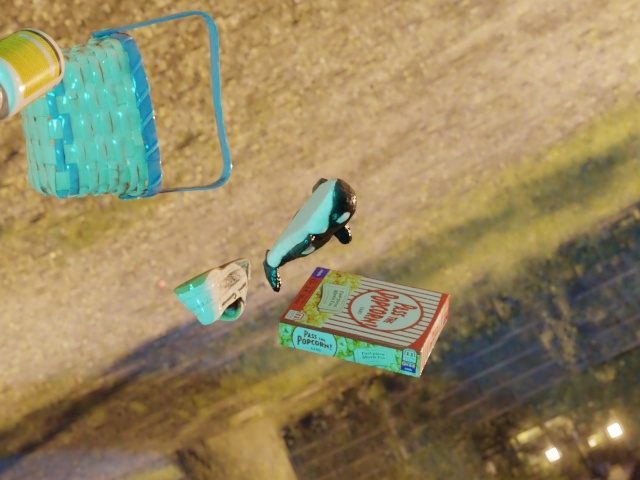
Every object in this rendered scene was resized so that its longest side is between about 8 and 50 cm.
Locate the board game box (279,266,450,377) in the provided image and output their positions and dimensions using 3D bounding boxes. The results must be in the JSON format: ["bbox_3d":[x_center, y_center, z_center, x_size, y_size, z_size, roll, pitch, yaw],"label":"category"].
[{"bbox_3d":[0.060,0.106,1.631,0.194,0.045,0.146,12,-149,15],"label":"board game box"}]

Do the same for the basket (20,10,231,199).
[{"bbox_3d":[-0.266,-0.180,1.695,0.289,0.254,0.201,-10,-167,-24],"label":"basket"}]

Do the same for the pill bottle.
[{"bbox_3d":[-0.292,-0.149,1.130,0.065,0.065,0.116,-33,-168,32],"label":"pill bottle"}]

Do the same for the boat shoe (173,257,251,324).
[{"bbox_3d":[-0.173,0.096,2.111,0.098,0.096,0.277,-28,180,16],"label":"boat shoe"}]

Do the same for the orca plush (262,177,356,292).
[{"bbox_3d":[0.000,0.000,2.096,0.287,0.102,0.151,-53,-163,36],"label":"orca plush"}]
